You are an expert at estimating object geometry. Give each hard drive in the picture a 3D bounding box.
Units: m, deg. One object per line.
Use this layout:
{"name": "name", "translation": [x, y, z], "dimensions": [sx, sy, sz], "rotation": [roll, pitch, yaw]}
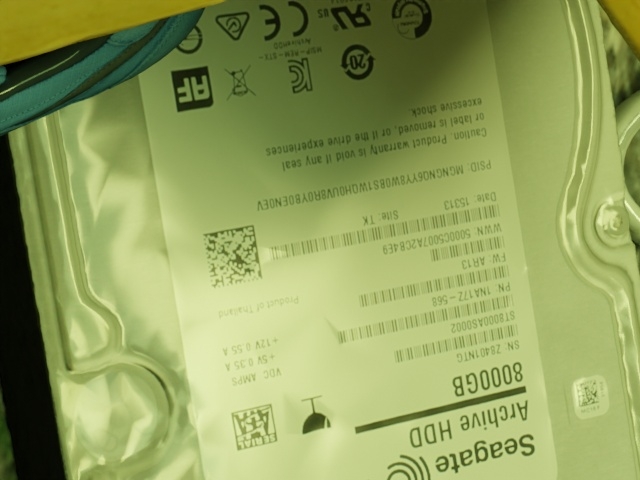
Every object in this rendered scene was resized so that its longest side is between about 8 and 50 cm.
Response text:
{"name": "hard drive", "translation": [0.000, 0.000, 0.690], "dimensions": [0.236, 0.064, 0.339], "rotation": [-11, 95, -26]}

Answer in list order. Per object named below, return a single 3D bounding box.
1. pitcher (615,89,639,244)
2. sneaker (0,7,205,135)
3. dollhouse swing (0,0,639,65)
{"name": "pitcher", "translation": [0.226, -0.026, 0.783], "dimensions": [0.207, 0.125, 0.178], "rotation": [42, 93, -10]}
{"name": "sneaker", "translation": [-0.130, -0.050, 0.573], "dimensions": [0.209, 0.082, 0.069], "rotation": [-25, 94, 8]}
{"name": "dollhouse swing", "translation": [-0.037, -0.134, 0.541], "dimensions": [0.315, 0.347, 0.305], "rotation": [-16, 133, 10]}
